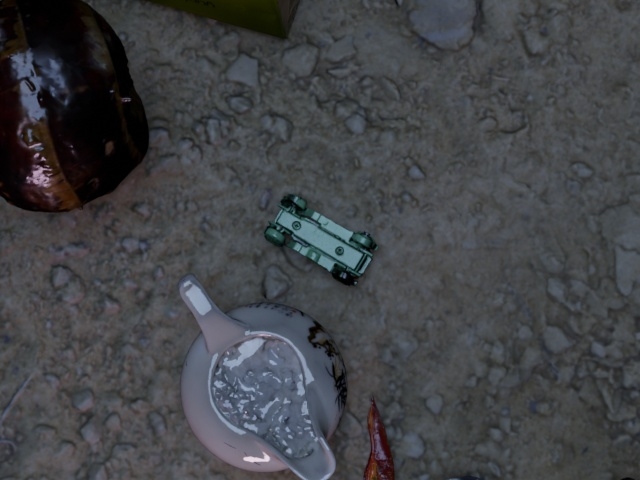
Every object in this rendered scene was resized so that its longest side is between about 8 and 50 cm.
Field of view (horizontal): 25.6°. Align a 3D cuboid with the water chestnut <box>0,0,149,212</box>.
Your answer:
[{"bbox_3d":[-0.361,-0.164,1.760,0.300,0.300,0.300,-1,81,4],"label":"water chestnut"}]

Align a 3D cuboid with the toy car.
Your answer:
[{"bbox_3d":[0.000,0.000,1.833,0.143,0.054,0.073,29,86,9],"label":"toy car"}]

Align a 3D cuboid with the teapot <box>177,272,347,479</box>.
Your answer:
[{"bbox_3d":[-0.086,0.169,1.764,0.208,0.166,0.300,-40,90,9],"label":"teapot"}]

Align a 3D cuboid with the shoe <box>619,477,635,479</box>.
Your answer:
[{"bbox_3d":[0.316,0.388,1.731,0.112,0.099,0.227,21,83,14],"label":"shoe"}]

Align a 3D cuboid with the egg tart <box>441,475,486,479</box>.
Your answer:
[{"bbox_3d":[0.170,0.402,1.704,0.234,0.094,0.234,-6,77,27],"label":"egg tart"}]

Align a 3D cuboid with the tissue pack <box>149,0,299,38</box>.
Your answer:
[{"bbox_3d":[-0.156,-0.394,1.834,0.274,0.200,0.167,18,81,7],"label":"tissue pack"}]

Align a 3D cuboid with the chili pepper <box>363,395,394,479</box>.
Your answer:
[{"bbox_3d":[0.074,0.286,1.790,0.027,0.045,0.178,2,77,-36],"label":"chili pepper"}]
